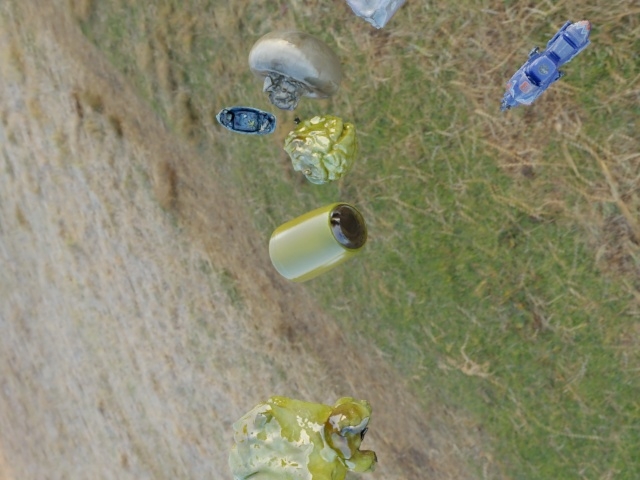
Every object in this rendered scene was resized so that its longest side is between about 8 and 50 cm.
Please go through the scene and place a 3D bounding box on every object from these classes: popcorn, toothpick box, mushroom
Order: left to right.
[{"bbox_3d":[-0.058,-0.394,1.640,0.226,0.226,0.178,5,81,55],"label":"mushroom"},{"bbox_3d":[-0.021,0.282,0.902,0.174,0.195,0.168,74,-169,-48],"label":"popcorn"},{"bbox_3d":[-0.001,-0.209,1.554,0.173,0.173,0.142,39,178,37],"label":"popcorn"},{"bbox_3d":[0.000,0.000,1.890,0.271,0.175,0.175,-26,87,47],"label":"toothpick box"}]

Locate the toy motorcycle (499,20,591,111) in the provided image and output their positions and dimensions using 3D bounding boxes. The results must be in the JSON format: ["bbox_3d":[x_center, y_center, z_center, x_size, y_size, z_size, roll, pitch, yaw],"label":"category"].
[{"bbox_3d":[0.405,-0.313,1.277,0.076,0.114,0.205,44,105,1],"label":"toy motorcycle"}]

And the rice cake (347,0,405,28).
[{"bbox_3d":[-0.014,-0.441,0.971,0.072,0.056,0.365,-41,82,13],"label":"rice cake"}]

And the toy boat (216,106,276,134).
[{"bbox_3d":[-0.167,-0.271,1.578,0.061,0.137,0.060,-135,54,-73],"label":"toy boat"}]
